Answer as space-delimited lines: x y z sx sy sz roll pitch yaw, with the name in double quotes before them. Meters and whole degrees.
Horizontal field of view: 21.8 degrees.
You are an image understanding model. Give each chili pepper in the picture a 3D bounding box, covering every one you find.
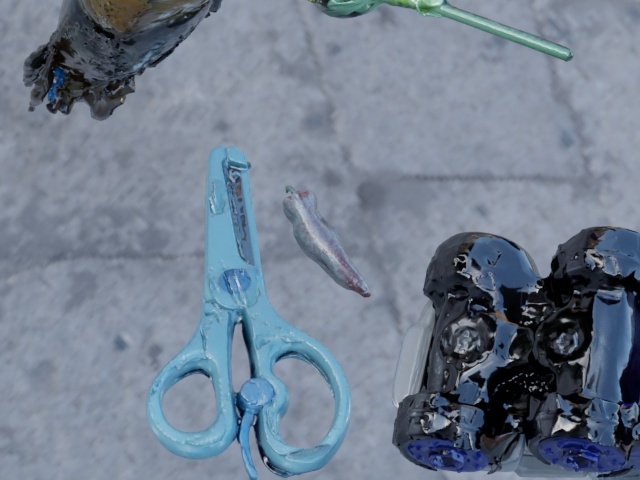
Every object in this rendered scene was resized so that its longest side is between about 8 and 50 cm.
"chili pepper" -0.001 0.001 1.667 0.153 0.041 0.050 60 18 23

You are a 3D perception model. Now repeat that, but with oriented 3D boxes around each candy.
"candy" 0.107 -0.228 1.611 0.305 0.091 0.083 24 81 28

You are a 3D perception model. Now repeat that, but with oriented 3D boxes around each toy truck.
"toy truck" 0.162 0.098 1.110 0.177 0.213 0.161 47 49 -46

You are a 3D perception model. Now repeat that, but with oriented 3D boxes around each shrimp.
"shrimp" -0.040 -0.136 0.872 0.222 0.290 0.054 -19 84 -36

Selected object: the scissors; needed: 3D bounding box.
"scissors" -0.072 0.054 1.528 0.180 0.032 0.393 0 49 -7
